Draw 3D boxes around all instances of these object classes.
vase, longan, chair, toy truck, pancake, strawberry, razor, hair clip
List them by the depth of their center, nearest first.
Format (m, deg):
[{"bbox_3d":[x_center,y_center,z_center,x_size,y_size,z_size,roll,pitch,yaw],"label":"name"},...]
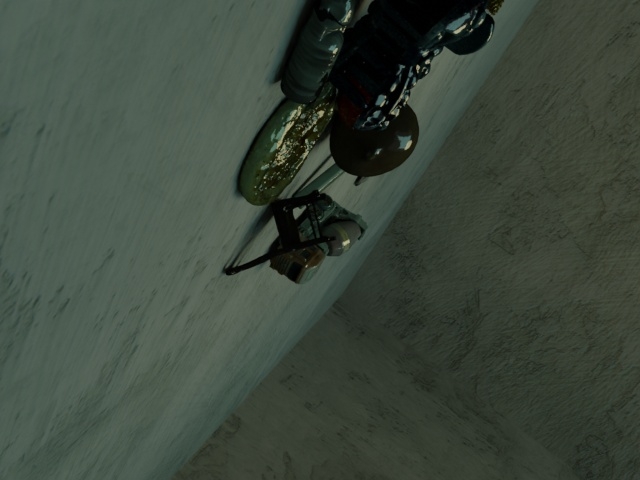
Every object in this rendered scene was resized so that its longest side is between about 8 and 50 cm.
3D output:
[{"bbox_3d":[0.006,-0.274,0.993,0.060,0.060,0.211,-45,169,-45],"label":"vase"},{"bbox_3d":[0.119,-0.304,1.065,0.206,0.194,0.310,-44,-179,-35],"label":"hair clip"},{"bbox_3d":[-0.050,-0.157,1.251,0.253,0.037,0.253,-53,170,-14],"label":"pancake"},{"bbox_3d":[0.074,-0.268,1.261,0.146,0.082,0.187,97,17,-78],"label":"strawberry"},{"bbox_3d":[0.103,-0.206,1.460,0.189,0.189,0.189,-52,172,-11],"label":"longan"},{"bbox_3d":[-0.091,-0.014,1.521,0.229,0.113,0.106,-16,176,8],"label":"chair"},{"bbox_3d":[0.041,-0.164,1.662,0.278,0.056,0.111,-49,172,-27],"label":"razor"},{"bbox_3d":[0.000,0.000,1.829,0.257,0.140,0.108,-47,170,-38],"label":"toy truck"}]

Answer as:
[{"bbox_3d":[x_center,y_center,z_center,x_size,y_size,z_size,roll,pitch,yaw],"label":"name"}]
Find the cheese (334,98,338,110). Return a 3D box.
[{"bbox_3d":[0.055,-0.272,1.391,0.083,0.030,0.044,-60,-168,13],"label":"cheese"}]

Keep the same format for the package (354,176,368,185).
[{"bbox_3d":[0.175,-0.244,2.188,0.171,0.027,0.173,-36,161,-53],"label":"package"}]

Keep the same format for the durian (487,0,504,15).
[{"bbox_3d":[0.385,-0.602,1.658,0.146,0.102,0.208,121,-13,-51],"label":"durian"}]
